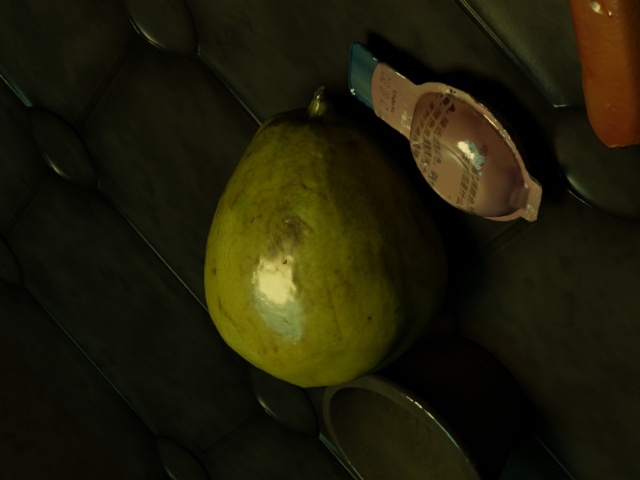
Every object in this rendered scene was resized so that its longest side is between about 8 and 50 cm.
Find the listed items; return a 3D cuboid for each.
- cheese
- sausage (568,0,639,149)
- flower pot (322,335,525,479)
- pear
[{"bbox_3d":[0.133,-0.118,2.160,0.286,0.074,0.189,38,150,26],"label":"cheese"},{"bbox_3d":[0.280,-0.222,1.801,0.094,0.097,0.348,30,148,44],"label":"sausage"},{"bbox_3d":[0.150,0.230,2.469,0.269,0.166,0.269,32,145,26],"label":"flower pot"},{"bbox_3d":[0.000,0.000,2.296,0.287,0.287,0.375,18,115,44],"label":"pear"}]
